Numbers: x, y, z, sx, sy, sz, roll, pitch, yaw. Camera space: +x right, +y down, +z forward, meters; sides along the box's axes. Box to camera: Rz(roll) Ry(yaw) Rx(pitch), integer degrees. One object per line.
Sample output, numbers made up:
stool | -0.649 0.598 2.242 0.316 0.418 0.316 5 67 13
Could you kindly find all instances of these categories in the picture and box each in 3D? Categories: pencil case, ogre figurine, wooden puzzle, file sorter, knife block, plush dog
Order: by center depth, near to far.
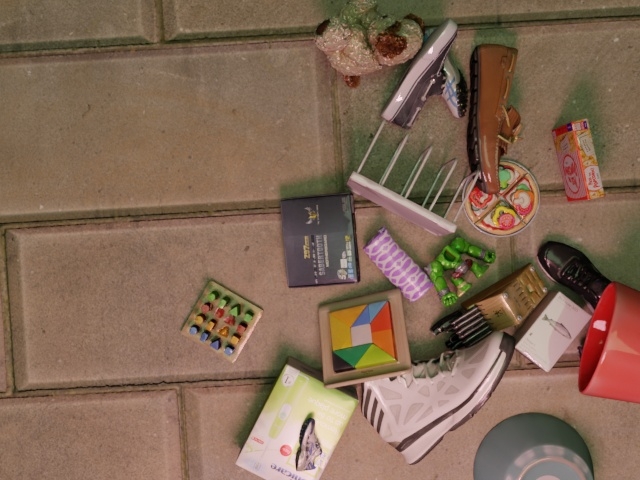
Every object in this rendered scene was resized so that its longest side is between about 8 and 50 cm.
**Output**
plush dog | 0.140 -0.479 1.767 0.225 0.262 0.210 1 122 31
wooden puzzle | 0.102 0.236 1.781 0.221 0.044 0.238 -14 54 15
file sorter | 0.228 -0.151 1.787 0.278 0.193 0.173 28 88 0
ogre figurine | 0.348 0.066 1.832 0.197 0.097 0.118 -43 84 -3
pencil case | 0.199 0.062 1.846 0.206 0.086 0.088 50 48 -1
knife block | 0.421 0.180 1.853 0.276 0.242 0.088 -32 92 -44

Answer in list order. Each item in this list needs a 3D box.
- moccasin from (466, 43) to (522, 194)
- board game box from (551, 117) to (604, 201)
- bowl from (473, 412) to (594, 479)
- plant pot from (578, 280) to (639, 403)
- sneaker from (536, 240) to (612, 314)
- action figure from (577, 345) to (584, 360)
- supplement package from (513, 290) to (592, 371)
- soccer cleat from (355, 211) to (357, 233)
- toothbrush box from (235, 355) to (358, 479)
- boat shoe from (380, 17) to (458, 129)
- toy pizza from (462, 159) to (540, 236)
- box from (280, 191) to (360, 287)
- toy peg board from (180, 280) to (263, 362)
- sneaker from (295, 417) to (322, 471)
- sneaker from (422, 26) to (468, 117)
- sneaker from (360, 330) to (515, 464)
moccasin | 0.445 -0.303 1.813 0.147 0.139 0.379 4 77 2
board game box | 0.641 -0.196 1.804 0.045 0.147 0.193 -13 90 0
bowl | 0.555 0.604 1.808 0.312 0.163 0.311 0 90 0
plant pot | 0.746 0.255 1.641 0.243 0.275 0.274 16 91 12
sneaker | 0.679 0.101 1.818 0.283 0.124 0.107 40 90 0
action figure | 0.797 0.291 1.816 0.276 0.141 0.164 -11 89 16
supplement package | 0.577 0.227 1.827 0.105 0.105 0.179 38 90 6
soccer cleat | 0.080 -0.057 1.869 0.036 0.029 0.083 -27 86 5
toothbrush box | -0.057 0.470 1.831 0.206 0.122 0.283 28 92 -1
boat shoe | 0.264 -0.399 1.775 0.102 0.108 0.301 28 124 -8
toy pizza | 0.467 -0.109 1.863 0.201 0.032 0.201 0 91 1
box | 0.000 0.000 1.840 0.184 0.059 0.232 -4 90 12
toy peg board | -0.256 0.212 1.849 0.161 0.079 0.160 30 91 0
sneaker | -0.023 0.494 1.751 0.058 0.052 0.135 9 99 -11
sneaker | 0.312 -0.422 1.845 0.086 0.085 0.237 -17 97 33
sneaker | 0.250 0.332 1.749 0.257 0.169 0.447 39 118 4
